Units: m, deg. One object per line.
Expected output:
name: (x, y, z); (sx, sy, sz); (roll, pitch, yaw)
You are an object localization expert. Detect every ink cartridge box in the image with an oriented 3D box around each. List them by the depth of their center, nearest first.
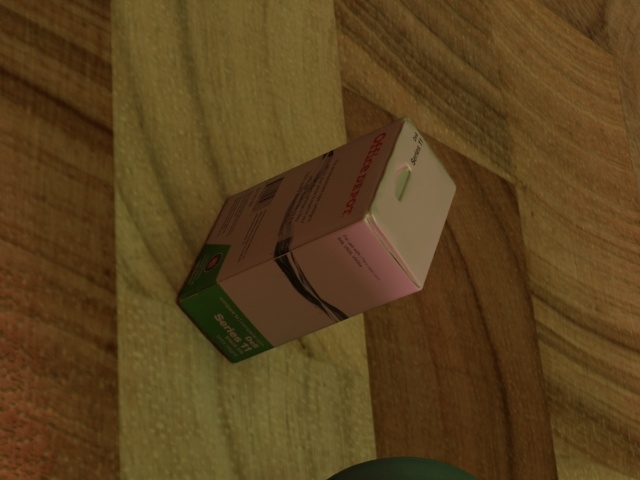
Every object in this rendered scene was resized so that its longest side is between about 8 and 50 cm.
ink cartridge box: (0.000, 0.000, 1.352); (0.087, 0.208, 0.153); (51, 37, -22)

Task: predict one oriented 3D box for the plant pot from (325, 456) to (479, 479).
plant pot: (0.065, 0.318, 1.229); (0.272, 0.271, 0.255); (48, 22, -26)
